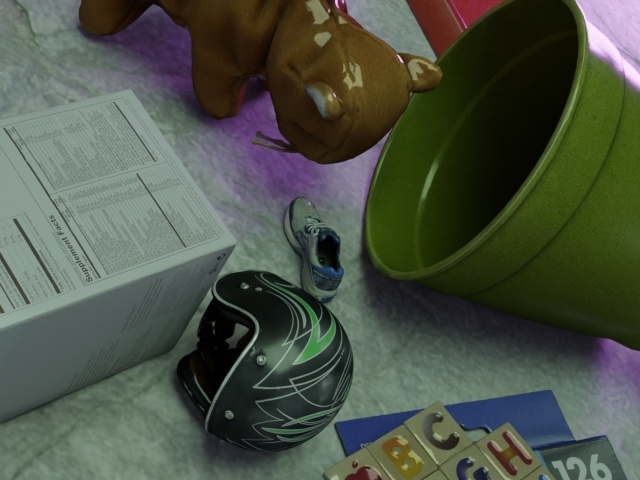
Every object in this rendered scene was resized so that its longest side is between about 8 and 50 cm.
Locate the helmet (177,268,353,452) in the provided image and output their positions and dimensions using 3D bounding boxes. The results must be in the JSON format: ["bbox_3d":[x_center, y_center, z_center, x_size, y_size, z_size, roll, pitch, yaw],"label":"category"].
[{"bbox_3d":[-0.049,0.123,1.093,0.169,0.169,0.161,-9,44,-34],"label":"helmet"}]

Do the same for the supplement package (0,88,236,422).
[{"bbox_3d":[-0.260,0.019,1.028,0.263,0.199,0.198,-21,67,-39],"label":"supplement package"}]

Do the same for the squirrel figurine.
[{"bbox_3d":[-0.028,-0.288,1.265,0.281,0.397,0.370,-14,54,-41],"label":"squirrel figurine"}]

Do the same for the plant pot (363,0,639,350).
[{"bbox_3d":[0.300,-0.045,1.325,0.353,0.366,0.366,29,45,-23],"label":"plant pot"}]

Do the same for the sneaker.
[{"bbox_3d":[0.000,0.000,1.287,0.052,0.058,0.135,-1,55,-30],"label":"sneaker"}]

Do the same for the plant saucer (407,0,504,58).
[{"bbox_3d":[0.275,-0.309,1.692,0.259,0.047,0.259,-5,59,-32],"label":"plant saucer"}]

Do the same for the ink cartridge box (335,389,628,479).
[{"bbox_3d":[0.202,0.294,1.165,0.304,0.072,0.307,-4,60,-30],"label":"ink cartridge box"}]

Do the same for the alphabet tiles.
[{"bbox_3d":[0.164,0.318,1.066,0.285,0.011,0.342,-23,65,-39],"label":"alphabet tiles"}]
